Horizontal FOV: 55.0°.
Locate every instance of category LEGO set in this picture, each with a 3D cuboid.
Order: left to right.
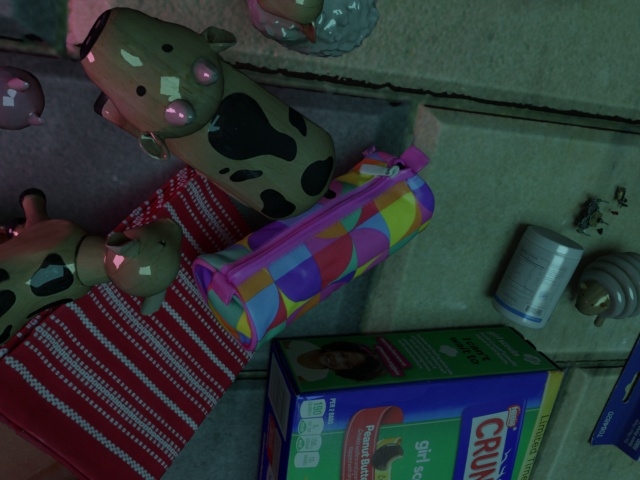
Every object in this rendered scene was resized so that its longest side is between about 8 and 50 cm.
[{"bbox_3d":[0.337,-0.035,0.749,0.083,0.023,0.054,-20,122,-24],"label":"LEGO set"}]

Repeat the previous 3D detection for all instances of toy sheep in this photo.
[{"bbox_3d":[0.371,0.056,0.765,0.132,0.091,0.091,-26,120,-21],"label":"toy sheep"}]

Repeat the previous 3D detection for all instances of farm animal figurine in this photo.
[{"bbox_3d":[-0.107,-0.072,0.413,0.327,0.172,0.330,6,112,-46],"label":"farm animal figurine"}]

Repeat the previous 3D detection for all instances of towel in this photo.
[{"bbox_3d":[-0.140,0.081,0.551,0.274,0.031,0.198,-52,126,-32],"label":"towel"}]

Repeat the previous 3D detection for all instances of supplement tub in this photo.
[{"bbox_3d":[0.254,0.043,0.726,0.071,0.071,0.107,13,109,-23],"label":"supplement tub"}]

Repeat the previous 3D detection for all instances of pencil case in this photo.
[{"bbox_3d":[0.000,0.000,0.570,0.236,0.104,0.104,-36,122,-24],"label":"pencil case"}]

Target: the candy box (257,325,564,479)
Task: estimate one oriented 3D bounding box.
[{"bbox_3d":[0.096,0.248,0.739,0.318,0.122,0.268,-2,114,-19],"label":"candy box"}]

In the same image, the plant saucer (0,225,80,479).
[{"bbox_3d":[-0.299,0.139,0.545,0.259,0.047,0.259,-31,120,-2],"label":"plant saucer"}]

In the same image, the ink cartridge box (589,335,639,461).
[{"bbox_3d":[0.542,0.233,0.924,0.224,0.045,0.223,6,112,-20],"label":"ink cartridge box"}]
